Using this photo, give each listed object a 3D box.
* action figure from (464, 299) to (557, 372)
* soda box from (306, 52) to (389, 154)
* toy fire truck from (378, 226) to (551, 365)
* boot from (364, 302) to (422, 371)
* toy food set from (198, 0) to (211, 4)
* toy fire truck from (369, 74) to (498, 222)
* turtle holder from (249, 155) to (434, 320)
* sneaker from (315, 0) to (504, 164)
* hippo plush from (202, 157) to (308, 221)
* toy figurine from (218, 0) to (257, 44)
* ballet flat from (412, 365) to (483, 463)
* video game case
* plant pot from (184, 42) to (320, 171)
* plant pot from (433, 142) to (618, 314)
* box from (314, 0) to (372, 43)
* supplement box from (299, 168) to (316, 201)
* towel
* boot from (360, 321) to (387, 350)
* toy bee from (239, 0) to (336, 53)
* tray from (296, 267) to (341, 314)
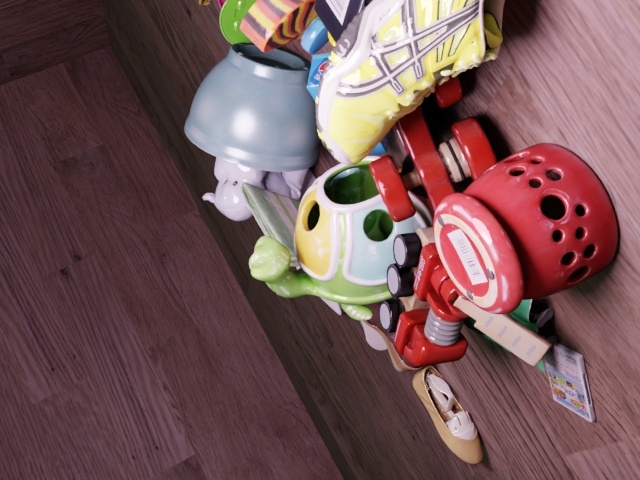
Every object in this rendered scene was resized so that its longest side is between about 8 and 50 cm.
[{"bbox_3d":[0.281,0.114,1.229,0.232,0.063,0.137,23,129,56],"label":"action figure"},{"bbox_3d":[0.052,-0.227,1.273,0.210,0.071,0.067,49,-135,-55],"label":"soda box"},{"bbox_3d":[0.215,0.123,1.163,0.246,0.158,0.217,-114,26,-48],"label":"toy fire truck"},{"bbox_3d":[0.178,0.156,1.637,0.248,0.090,0.207,63,150,16],"label":"boot"},{"bbox_3d":[-0.231,-0.605,1.709,0.218,0.071,0.128,-159,83,-79],"label":"toy food set"},{"bbox_3d":[0.146,-0.164,1.151,0.302,0.169,0.254,65,-171,-5],"label":"toy fire truck"},{"bbox_3d":[0.045,-0.020,1.320,0.227,0.320,0.243,76,-167,-48],"label":"turtle holder"},{"bbox_3d":[0.121,-0.230,0.887,0.147,0.145,0.384,41,127,14],"label":"sneaker"},{"bbox_3d":[-0.171,-0.123,1.710,0.234,0.236,0.294,11,100,34],"label":"hippo plush"},{"bbox_3d":[-0.172,-0.529,1.637,0.159,0.130,0.173,-121,37,-50],"label":"toy figurine"},{"bbox_3d":[0.276,0.371,1.616,0.232,0.080,0.073,54,145,28],"label":"ballet flat"},{"bbox_3d":[0.386,0.216,1.173,0.087,0.011,0.122,29,141,62],"label":"video game case"},{"bbox_3d":[-0.122,-0.295,1.571,0.293,0.293,0.196,46,128,46],"label":"plant pot"},{"bbox_3d":[0.254,-0.009,0.977,0.191,0.174,0.191,57,164,27],"label":"plant pot"},{"bbox_3d":[0.088,-0.349,1.001,0.093,0.158,0.156,60,162,13],"label":"box"},{"bbox_3d":[-0.047,-0.083,1.864,0.220,0.111,0.114,60,163,16],"label":"supplement box"},{"bbox_3d":[0.000,0.000,1.571,0.038,0.325,0.248,-53,44,22],"label":"towel"},{"bbox_3d":[0.128,0.179,1.824,0.086,0.069,0.190,-91,-18,-50],"label":"boot"},{"bbox_3d":[-0.008,-0.396,1.193,0.195,0.298,0.162,33,123,-10],"label":"toy bee"},{"bbox_3d":[-0.009,0.100,2.150,0.270,0.030,0.145,37,147,57],"label":"tray"}]
